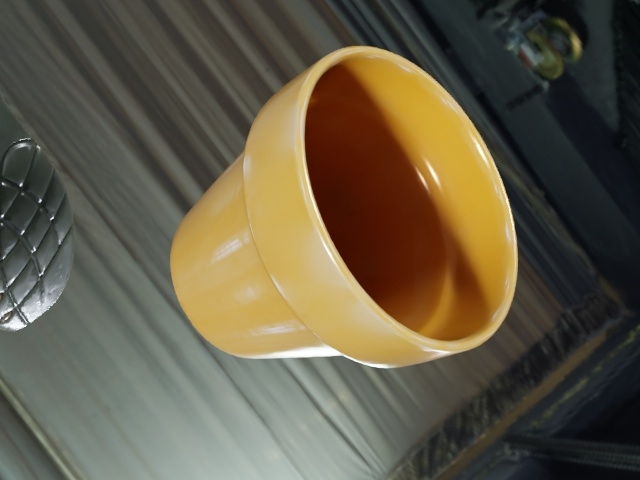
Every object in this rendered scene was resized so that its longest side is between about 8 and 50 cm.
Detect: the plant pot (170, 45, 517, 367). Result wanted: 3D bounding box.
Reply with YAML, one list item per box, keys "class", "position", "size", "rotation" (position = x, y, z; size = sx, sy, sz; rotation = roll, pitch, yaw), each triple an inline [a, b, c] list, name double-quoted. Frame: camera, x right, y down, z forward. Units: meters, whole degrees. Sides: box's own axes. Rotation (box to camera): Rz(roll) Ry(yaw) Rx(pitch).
- class: "plant pot"
  position: [0.000, 0.000, 0.602]
  size: [0.188, 0.205, 0.205]
  rotation: [-26, -171, 41]

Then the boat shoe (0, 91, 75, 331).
- class: "boat shoe"
  position: [-0.307, -0.069, 0.720]
  size: [0.120, 0.324, 0.122]
  rotation: [24, -131, 34]
